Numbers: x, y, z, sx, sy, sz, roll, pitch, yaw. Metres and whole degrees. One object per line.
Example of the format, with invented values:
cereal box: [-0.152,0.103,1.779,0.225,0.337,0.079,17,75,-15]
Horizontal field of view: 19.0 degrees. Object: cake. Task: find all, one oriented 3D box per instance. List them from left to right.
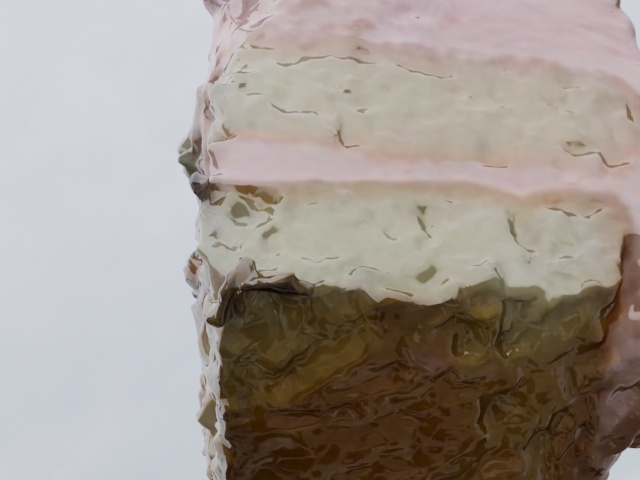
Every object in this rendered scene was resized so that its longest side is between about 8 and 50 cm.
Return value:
cake: [0.059,0.023,1.156,0.293,0.307,0.314,2,-45,-6]

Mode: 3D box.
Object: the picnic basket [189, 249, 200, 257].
picnic basket: [0.000,0.000,1.741,0.196,0.134,0.154,-39,-3,-40]
